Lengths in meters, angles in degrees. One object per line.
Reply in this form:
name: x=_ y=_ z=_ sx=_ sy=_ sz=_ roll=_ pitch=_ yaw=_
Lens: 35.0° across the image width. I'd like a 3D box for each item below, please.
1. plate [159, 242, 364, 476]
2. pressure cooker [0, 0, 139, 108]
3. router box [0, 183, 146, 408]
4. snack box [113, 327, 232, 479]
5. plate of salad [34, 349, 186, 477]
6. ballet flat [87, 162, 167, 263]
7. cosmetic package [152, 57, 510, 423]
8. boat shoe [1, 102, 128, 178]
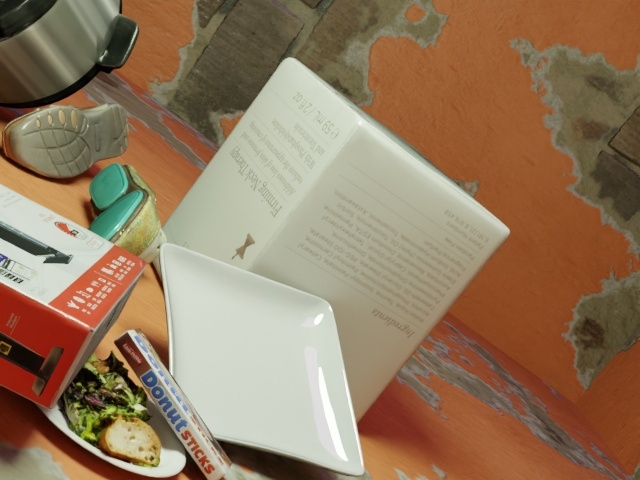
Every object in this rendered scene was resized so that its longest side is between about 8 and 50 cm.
plate: x=-0.083 y=0.154 z=1.261 sx=0.277 sy=0.045 sz=0.278 roll=22 pitch=39 yaw=-32
pressure cooker: x=-0.531 y=-0.421 z=1.690 sx=0.420 sy=0.375 sz=0.370 roll=75 pitch=-10 yaw=-77
router box: x=-0.339 y=0.013 z=0.982 sx=0.301 sy=0.082 sz=0.335 roll=29 pitch=7 yaw=-6
snack box: x=-0.154 y=0.172 z=1.066 sx=0.178 sy=0.022 sz=0.064 roll=55 pitch=0 yaw=3
plate of salad: x=-0.210 y=0.159 z=1.010 sx=0.200 sy=0.048 sz=0.200 roll=36 pitch=9 yaw=-6
ballet flat: x=-0.285 y=-0.024 z=1.526 sx=0.123 sy=0.123 sz=0.348 roll=34 pitch=9 yaw=-21
cosmetic package: x=0.000 y=0.000 z=1.562 sx=0.327 sy=0.393 sz=0.329 roll=32 pitch=10 yaw=-31
boat shoe: x=-0.445 y=-0.173 z=1.719 sx=0.116 sy=0.123 sz=0.324 roll=5 pitch=9 yaw=17
